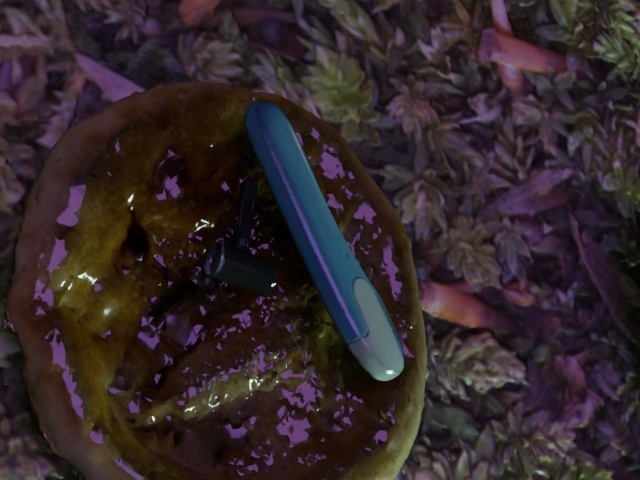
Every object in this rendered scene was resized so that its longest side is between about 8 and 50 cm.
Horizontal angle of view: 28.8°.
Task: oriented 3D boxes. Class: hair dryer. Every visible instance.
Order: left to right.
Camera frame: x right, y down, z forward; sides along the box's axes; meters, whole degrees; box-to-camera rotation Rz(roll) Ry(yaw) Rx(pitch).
[{"bbox_3d":[-0.052,-0.006,0.865,0.047,0.026,0.083,21,56,-28],"label":"hair dryer"}]

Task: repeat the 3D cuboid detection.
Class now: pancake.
[{"bbox_3d":[-0.060,0.048,0.890,0.356,0.065,0.356,10,69,-28],"label":"pancake"}]

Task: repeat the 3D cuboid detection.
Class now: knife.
[{"bbox_3d":[0.000,0.000,0.894,0.064,0.031,0.222,-14,76,-60],"label":"knife"}]
